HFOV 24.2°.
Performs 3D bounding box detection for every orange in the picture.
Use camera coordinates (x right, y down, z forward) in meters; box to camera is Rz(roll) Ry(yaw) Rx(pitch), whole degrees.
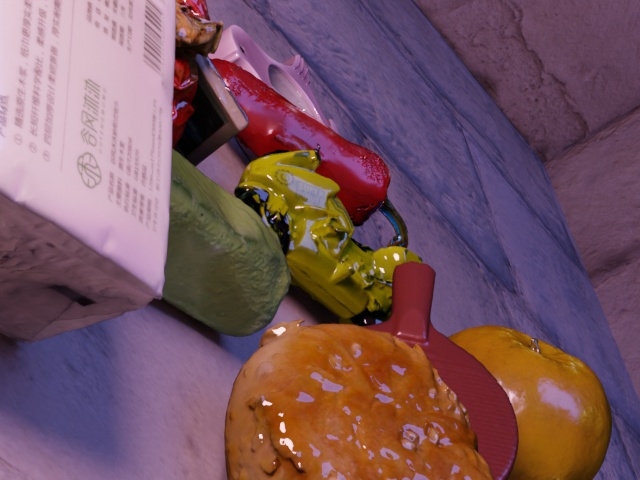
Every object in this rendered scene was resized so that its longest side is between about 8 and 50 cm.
[{"bbox_3d":[0.251,0.244,2.001,0.279,0.235,0.279,20,9,-3],"label":"orange"}]

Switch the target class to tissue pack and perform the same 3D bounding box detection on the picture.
[{"bbox_3d":[-0.256,-0.132,1.227,0.266,0.194,0.356,38,43,-49],"label":"tissue pack"}]

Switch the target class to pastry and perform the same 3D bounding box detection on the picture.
[{"bbox_3d":[0.027,0.236,1.482,0.284,0.184,0.316,-1,52,-38],"label":"pastry"}]

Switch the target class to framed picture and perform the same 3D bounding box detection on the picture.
[{"bbox_3d":[-0.203,-0.234,1.712,0.315,0.024,0.232,58,-24,-2],"label":"framed picture"}]

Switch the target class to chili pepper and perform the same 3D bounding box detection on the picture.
[{"bbox_3d":[-0.012,-0.115,2.012,0.387,0.110,0.110,35,24,-19],"label":"chili pepper"}]

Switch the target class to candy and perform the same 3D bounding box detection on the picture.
[{"bbox_3d":[-0.157,-0.017,1.539,0.142,0.132,0.343,40,0,39],"label":"candy"}]

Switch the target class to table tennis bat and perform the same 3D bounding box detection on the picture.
[{"bbox_3d":[0.099,0.170,1.746,0.268,0.051,0.415,11,39,-2],"label":"table tennis bat"}]

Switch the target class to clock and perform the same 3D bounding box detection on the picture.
[{"bbox_3d":[-0.072,-0.208,2.177,0.275,0.080,0.290,52,17,-21],"label":"clock"}]

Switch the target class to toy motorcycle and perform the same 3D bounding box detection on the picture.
[{"bbox_3d":[-0.002,0.001,1.927,0.342,0.142,0.206,39,43,-38],"label":"toy motorcycle"}]

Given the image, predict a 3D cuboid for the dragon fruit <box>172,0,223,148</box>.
[{"bbox_3d":[-0.230,-0.222,1.545,0.317,0.205,0.152,57,18,0],"label":"dragon fruit"}]
